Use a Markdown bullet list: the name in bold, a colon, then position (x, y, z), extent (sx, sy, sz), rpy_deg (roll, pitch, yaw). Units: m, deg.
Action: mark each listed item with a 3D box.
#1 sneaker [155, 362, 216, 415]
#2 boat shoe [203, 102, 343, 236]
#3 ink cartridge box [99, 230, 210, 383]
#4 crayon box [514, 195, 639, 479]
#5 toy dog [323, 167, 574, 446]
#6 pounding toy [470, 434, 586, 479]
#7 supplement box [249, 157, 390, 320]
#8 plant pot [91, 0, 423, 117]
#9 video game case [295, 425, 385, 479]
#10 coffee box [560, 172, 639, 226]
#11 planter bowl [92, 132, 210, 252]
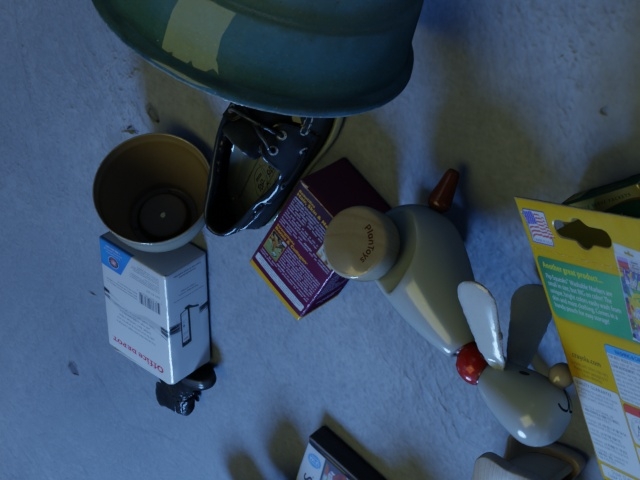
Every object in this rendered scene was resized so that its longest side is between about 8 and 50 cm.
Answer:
- **sneaker**: position (-0.207, 0.231, 1.981), extent (0.170, 0.051, 0.089), rpy_deg (8, 120, 49)
- **boat shoe**: position (-0.071, -0.125, 1.549), extent (0.127, 0.113, 0.340), rpy_deg (48, 140, 13)
- **ink cartridge box**: position (-0.244, 0.089, 1.895), extent (0.148, 0.086, 0.203), rpy_deg (28, 133, 33)
- **crayon box**: position (0.312, 0.099, 1.200), extent (0.203, 0.083, 0.323), rpy_deg (18, 132, 65)
- **toy dog**: position (0.167, 0.051, 1.381), extent (0.333, 0.220, 0.161), rpy_deg (40, 107, 10)
- **pounding toy**: position (0.220, 0.367, 1.528), extent (0.154, 0.155, 0.269), rpy_deg (40, 138, 28)
- **supplement box**: position (0.000, 0.000, 1.581), extent (0.104, 0.081, 0.188), rpy_deg (49, 141, 12)
- **plant pot**: position (-0.015, -0.350, 1.202), extent (0.341, 0.341, 0.334), rpy_deg (40, 129, 22)
- **video game case**: position (0.065, 0.432, 1.833), extent (0.275, 0.035, 0.248), rpy_deg (39, 137, 22)
- **coffee box**: position (0.323, 0.028, 1.288), extent (0.113, 0.040, 0.184), rpy_deg (-17, 102, 51)
- **planter bowl**: position (-0.220, -0.051, 1.742), extent (0.162, 0.162, 0.109), rpy_deg (44, 166, 17)
